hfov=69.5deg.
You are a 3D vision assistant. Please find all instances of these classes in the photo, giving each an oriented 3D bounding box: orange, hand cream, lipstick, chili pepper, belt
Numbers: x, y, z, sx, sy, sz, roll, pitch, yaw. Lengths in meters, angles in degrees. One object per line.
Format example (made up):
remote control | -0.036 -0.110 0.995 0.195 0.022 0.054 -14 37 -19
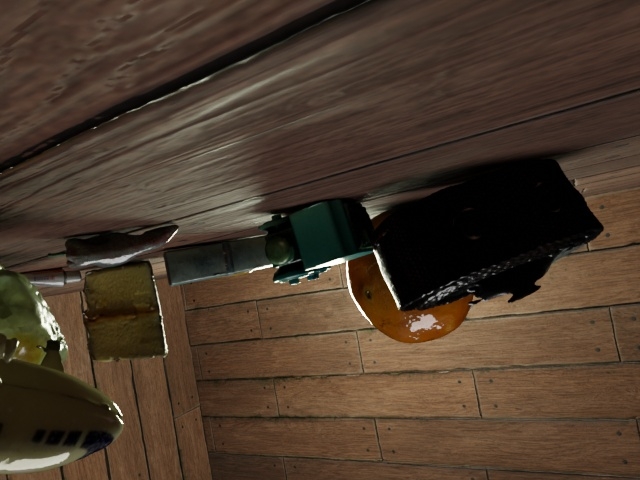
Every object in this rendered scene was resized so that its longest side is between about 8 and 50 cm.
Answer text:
orange | 0.182 0.073 0.957 0.226 0.283 0.284 -16 -179 -30
hand cream | -0.582 0.078 0.887 0.216 0.038 0.052 -1 149 -35
lipstick | -0.185 0.036 1.002 0.290 0.076 0.077 -9 176 -25
chili pepper | -0.251 0.009 0.567 0.153 0.041 0.050 -10 -141 -21
belt | 0.225 0.008 0.626 0.289 0.164 0.184 -20 160 -6

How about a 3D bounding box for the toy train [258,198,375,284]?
toy train | 0.000 0.000 0.705 0.154 0.107 0.198 -19 174 20

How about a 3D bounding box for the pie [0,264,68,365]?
pie | -0.343 0.095 0.326 0.275 0.257 0.105 -16 -136 -22

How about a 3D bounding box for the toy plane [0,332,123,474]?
toy plane | -0.234 0.080 0.239 0.256 0.242 0.104 19 -161 -45

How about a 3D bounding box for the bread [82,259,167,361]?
bread | -0.474 0.176 1.096 0.178 0.240 0.135 -10 177 -21

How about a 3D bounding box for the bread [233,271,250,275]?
bread | -0.275 0.059 1.159 0.239 0.073 0.092 -10 -166 17
